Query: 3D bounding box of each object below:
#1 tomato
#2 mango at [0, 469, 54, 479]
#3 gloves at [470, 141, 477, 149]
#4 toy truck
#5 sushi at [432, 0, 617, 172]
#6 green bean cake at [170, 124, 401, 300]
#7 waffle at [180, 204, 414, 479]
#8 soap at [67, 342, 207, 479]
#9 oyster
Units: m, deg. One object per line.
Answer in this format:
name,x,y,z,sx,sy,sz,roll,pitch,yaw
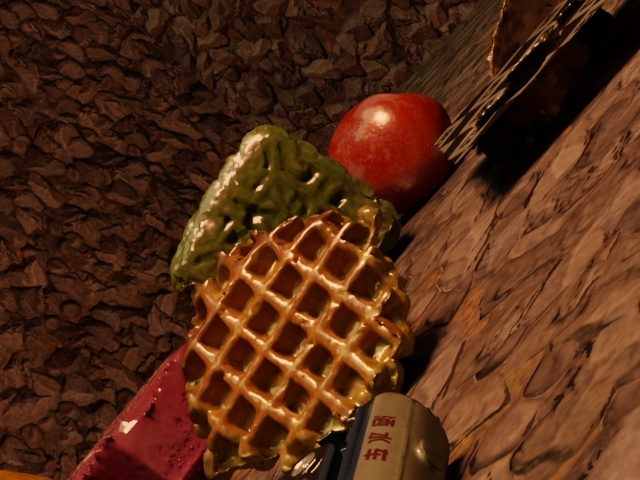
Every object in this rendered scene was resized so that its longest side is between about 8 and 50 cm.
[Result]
tomato,0.098,-0.123,1.690,0.187,0.151,0.187,-44,3,3
mango,-0.335,0.395,1.134,0.446,0.232,0.300,-57,7,17
gloves,0.202,-0.138,1.575,0.064,0.026,0.086,-46,5,6
toy truck,0.029,0.152,0.699,0.088,0.074,0.202,-38,8,17
sushi,0.243,-0.179,1.344,0.294,0.059,0.292,-48,6,9
green bean cake,-0.048,0.010,1.540,0.248,0.222,0.125,-55,-2,-3
waffle,-0.021,0.085,1.082,0.237,0.058,0.243,-24,54,30
soap,-0.177,0.226,1.552,0.220,0.127,0.325,-46,5,22
oyster,0.261,-0.258,1.580,0.056,0.105,0.177,4,74,68
